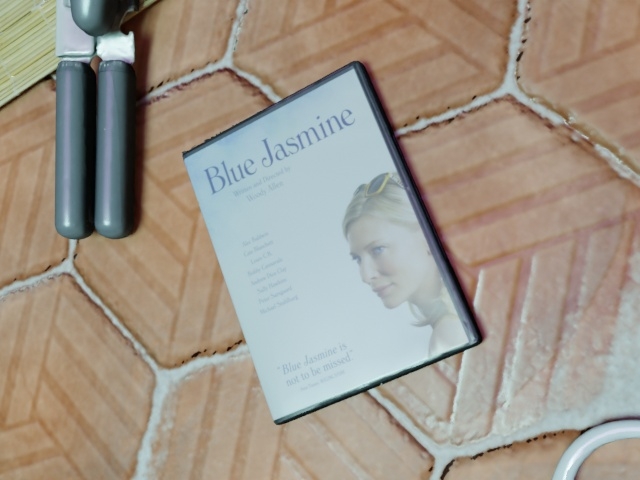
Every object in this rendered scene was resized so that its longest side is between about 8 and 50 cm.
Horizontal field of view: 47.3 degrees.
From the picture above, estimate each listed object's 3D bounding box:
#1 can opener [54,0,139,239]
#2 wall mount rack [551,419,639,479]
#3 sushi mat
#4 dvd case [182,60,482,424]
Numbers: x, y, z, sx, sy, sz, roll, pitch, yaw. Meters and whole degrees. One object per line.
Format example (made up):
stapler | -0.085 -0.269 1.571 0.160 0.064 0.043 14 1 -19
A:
can opener | -0.208 -0.141 0.654 0.074 0.093 0.280 0 91 4
wall mount rack | 0.301 0.223 0.393 0.350 0.130 0.304 2 81 22
sushi mat | -0.279 -0.239 0.741 0.316 0.019 0.151 -28 75 16
dvd case | 0.000 0.000 0.600 0.180 0.022 0.253 -26 74 16
